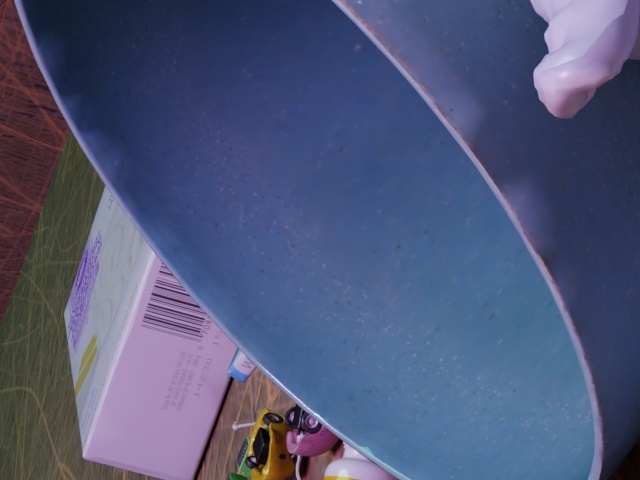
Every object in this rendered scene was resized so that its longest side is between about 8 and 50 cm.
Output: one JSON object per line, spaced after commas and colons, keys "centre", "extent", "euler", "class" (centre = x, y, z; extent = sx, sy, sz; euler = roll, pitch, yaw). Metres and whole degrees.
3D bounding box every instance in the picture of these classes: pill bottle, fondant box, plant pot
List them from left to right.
{"centre": [-0.133, 0.024, 1.350], "extent": [0.330, 0.096, 0.238], "euler": [-122, 50, -70], "class": "fondant box"}
{"centre": [0.020, 0.141, 0.822], "extent": [0.043, 0.043, 0.083], "euler": [150, 134, -67], "class": "pill bottle"}
{"centre": [0.052, -0.068, 0.595], "extent": [0.195, 0.290, 0.290], "euler": [-41, 5, -21], "class": "plant pot"}

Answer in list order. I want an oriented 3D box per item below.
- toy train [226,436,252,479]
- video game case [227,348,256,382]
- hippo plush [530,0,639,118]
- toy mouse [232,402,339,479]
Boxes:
{"centre": [-0.054, 0.169, 1.073], "extent": [0.017, 0.023, 0.083], "euler": [-113, 43, -65], "class": "toy train"}
{"centre": [0.000, 0.000, 0.992], "extent": [0.166, 0.015, 0.119], "euler": [-53, 10, 37], "class": "video game case"}
{"centre": [0.123, -0.116, 0.330], "extent": [0.237, 0.294, 0.234], "euler": [-65, -3, 33], "class": "hippo plush"}
{"centre": [-0.006, 0.088, 0.981], "extent": [0.161, 0.031, 0.143], "euler": [-122, 50, -68], "class": "toy mouse"}
